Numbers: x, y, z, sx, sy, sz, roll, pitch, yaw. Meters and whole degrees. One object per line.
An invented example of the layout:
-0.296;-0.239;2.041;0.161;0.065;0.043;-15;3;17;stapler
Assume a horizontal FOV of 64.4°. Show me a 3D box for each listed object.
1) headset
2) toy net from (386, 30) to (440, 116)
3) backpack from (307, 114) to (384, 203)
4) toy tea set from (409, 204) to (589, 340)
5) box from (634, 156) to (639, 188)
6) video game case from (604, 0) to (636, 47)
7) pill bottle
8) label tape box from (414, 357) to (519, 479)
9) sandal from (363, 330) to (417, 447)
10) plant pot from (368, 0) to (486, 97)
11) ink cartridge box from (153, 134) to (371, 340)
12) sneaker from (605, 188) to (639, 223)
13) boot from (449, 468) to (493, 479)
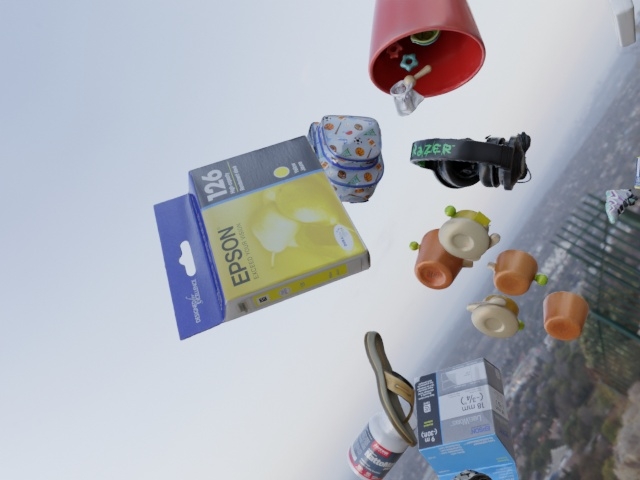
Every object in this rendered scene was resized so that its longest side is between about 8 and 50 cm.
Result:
0.403;-0.219;1.269;0.394;0.243;0.185;7;-88;-38;headset
0.200;-0.408;1.183;0.045;0.122;0.232;23;-99;-71;toy net
0.085;-0.255;1.602;0.213;0.276;0.264;108;157;-66;backpack
0.328;0.062;0.940;0.200;0.336;0.124;-46;7;48;toy tea set
0.619;-0.110;0.842;0.054;0.169;0.059;-10;-76;-24;box
0.351;-0.340;0.629;0.022;0.173;0.190;-18;-3;33;video game case
0.149;0.475;1.207;0.108;0.108;0.180;-23;-35;-60;pill bottle
0.401;0.529;1.435;0.240;0.106;0.334;-28;39;32;label tape box
0.114;0.218;0.770;0.049;0.180;0.072;-23;-24;14;sandal
0.241;-0.516;1.220;0.275;0.274;0.243;61;-155;-70;plant pot
-0.117;-0.026;0.839;0.307;0.304;0.072;-19;-38;-9;ink cartridge box
0.663;-0.080;1.108;0.038;0.069;0.098;51;-135;-32;sneaker
0.210;0.303;0.486;0.246;0.207;0.094;33;-110;-50;boot
